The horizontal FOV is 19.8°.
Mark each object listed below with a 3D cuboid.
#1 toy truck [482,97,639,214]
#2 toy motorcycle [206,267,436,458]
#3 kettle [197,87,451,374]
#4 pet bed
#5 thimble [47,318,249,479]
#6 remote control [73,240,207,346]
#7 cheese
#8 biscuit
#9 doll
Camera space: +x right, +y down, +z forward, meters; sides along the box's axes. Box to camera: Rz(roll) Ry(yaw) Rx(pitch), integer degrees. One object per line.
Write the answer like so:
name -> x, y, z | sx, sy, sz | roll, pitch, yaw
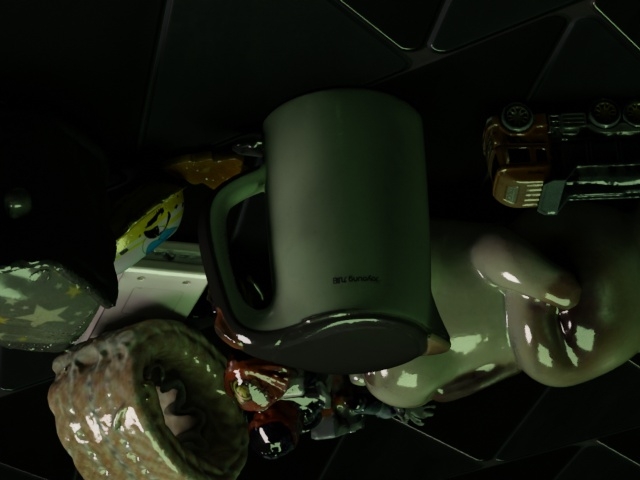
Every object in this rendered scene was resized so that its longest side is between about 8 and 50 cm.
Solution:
toy truck -> 0.262, -0.084, 1.841 | 0.192, 0.092, 0.083 | -2, 154, -2
toy motorcycle -> -0.004, 0.169, 2.182 | 0.134, 0.207, 0.401 | -14, 160, 28
kettle -> 0.000, 0.000, 1.800 | 0.240, 0.255, 0.165 | -1, 156, -4
pet bed -> -0.292, -0.020, 1.775 | 0.183, 0.211, 0.159 | 13, 140, -28
thimble -> -0.197, 0.203, 2.121 | 0.148, 0.196, 0.229 | -19, 150, 29
remote control -> -0.213, 0.077, 2.151 | 0.103, 0.055, 0.277 | 6, 151, -18
cheese -> -0.214, -0.004, 1.938 | 0.156, 0.064, 0.250 | -39, -173, -28
biscuit -> -0.120, -0.075, 1.898 | 0.092, 0.016, 0.082 | 5, 157, -14
doll -> 0.184, 0.065, 2.002 | 0.370, 0.215, 0.226 | -7, 178, 14
